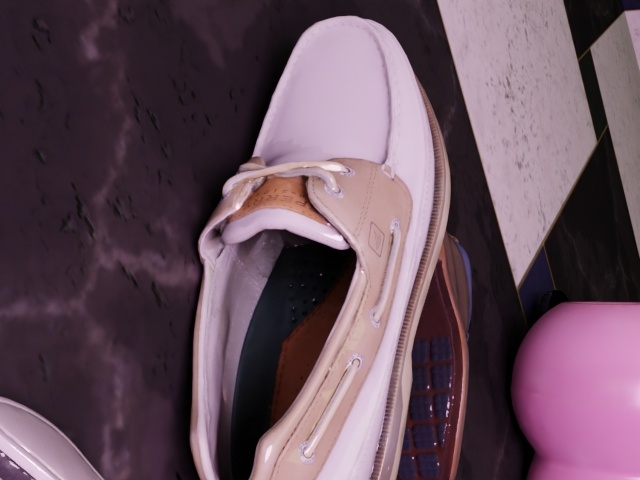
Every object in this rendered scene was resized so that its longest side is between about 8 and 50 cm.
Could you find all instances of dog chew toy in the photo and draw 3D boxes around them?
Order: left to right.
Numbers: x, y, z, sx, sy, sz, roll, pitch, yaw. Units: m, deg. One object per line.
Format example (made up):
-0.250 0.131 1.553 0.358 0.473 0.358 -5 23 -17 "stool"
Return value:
0.289 0.225 0.793 0.206 0.206 0.332 5 84 -60 "dog chew toy"

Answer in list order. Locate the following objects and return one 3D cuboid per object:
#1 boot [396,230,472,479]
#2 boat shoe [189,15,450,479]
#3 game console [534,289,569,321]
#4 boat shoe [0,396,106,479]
0.085 0.077 0.594 0.106 0.082 0.219 23 59 -53 "boot"
0.000 0.000 0.439 0.103 0.113 0.302 39 49 -56 "boat shoe"
0.328 0.211 1.012 0.361 0.044 0.213 53 39 -38 "game console"
-0.095 0.105 0.314 0.125 0.038 0.046 54 -5 -38 "boat shoe"
